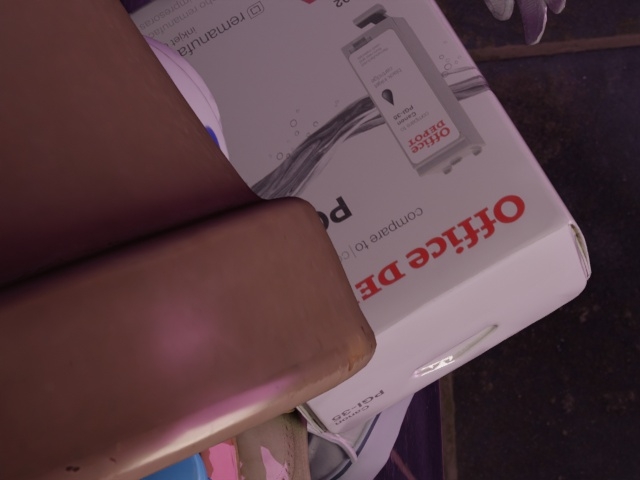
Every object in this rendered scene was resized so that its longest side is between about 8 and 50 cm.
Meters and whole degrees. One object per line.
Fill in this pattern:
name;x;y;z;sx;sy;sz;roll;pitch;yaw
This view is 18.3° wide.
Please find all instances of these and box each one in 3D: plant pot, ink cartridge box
plant pot;-0.141;-0.021;0.598;0.263;0.263;0.229;-11;80;-81
ink cartridge box;0.014;-0.052;1.267;0.283;0.207;0.117;60;1;23

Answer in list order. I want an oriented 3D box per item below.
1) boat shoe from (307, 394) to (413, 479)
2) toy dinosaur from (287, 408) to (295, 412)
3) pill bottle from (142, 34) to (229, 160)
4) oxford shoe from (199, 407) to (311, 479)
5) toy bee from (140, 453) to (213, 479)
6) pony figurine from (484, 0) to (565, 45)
boat shoe;0.005;0.099;1.724;0.367;0.156;0.136;119;-25;-48
toy dinosaur;-0.107;0.137;1.147;0.211;0.064;0.112;-55;145;-27
pill bottle;-0.124;-0.013;0.876;0.272;0.152;0.152;-61;146;-72
oxford shoe;-0.035;0.251;1.258;0.130;0.123;0.348;-4;91;-38
toy bee;-0.118;0.154;0.953;0.298;0.162;0.195;59;-6;48
pony figurine;-0.007;-0.280;1.542;0.351;0.303;0.363;46;30;-21
